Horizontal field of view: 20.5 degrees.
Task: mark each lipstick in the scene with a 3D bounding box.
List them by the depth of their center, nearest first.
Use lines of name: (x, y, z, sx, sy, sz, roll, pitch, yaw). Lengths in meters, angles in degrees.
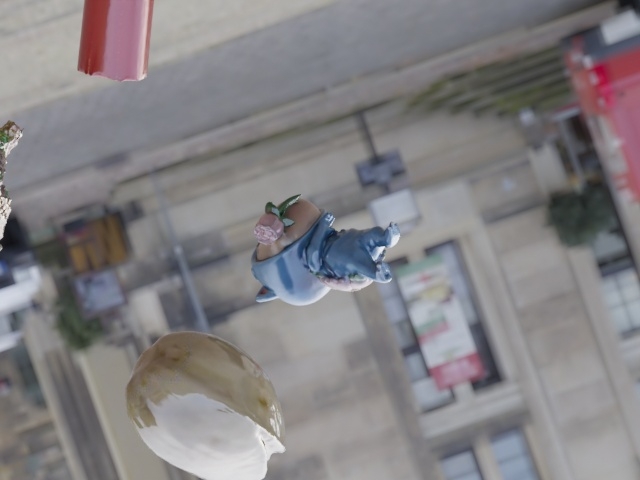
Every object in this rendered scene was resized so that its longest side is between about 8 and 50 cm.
lipstick: (-0.191, -0.298, 1.730, 0.073, 0.280, 0.073, 7, -166, -2)

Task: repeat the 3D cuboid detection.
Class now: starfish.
starfish: (-0.333, -0.061, 1.718, 0.053, 0.210, 0.150, 18, -124, 15)

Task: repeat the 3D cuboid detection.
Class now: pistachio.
pistachio: (-0.112, 0.175, 1.807, 0.138, 0.153, 0.238, -50, 152, -7)

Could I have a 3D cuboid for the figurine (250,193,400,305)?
figurine: (-0.003, 0.000, 1.887, 0.178, 0.144, 0.114, -2, -136, 38)
